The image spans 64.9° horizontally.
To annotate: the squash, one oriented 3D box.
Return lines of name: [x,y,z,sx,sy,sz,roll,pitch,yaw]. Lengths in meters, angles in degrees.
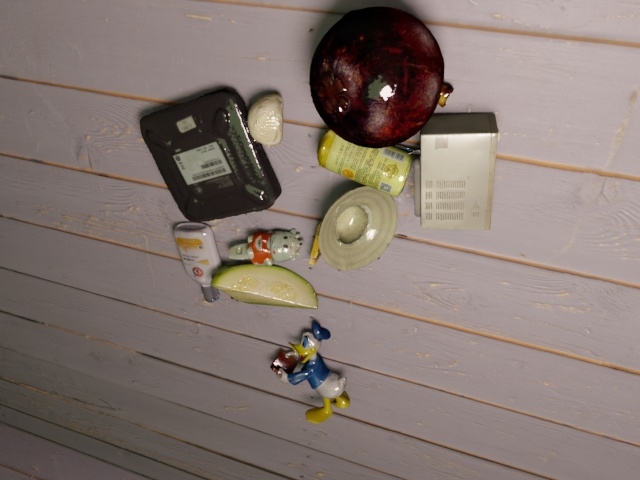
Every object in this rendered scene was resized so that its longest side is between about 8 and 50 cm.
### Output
squash: [-0.167,0.132,1.588,0.289,0.111,0.203,0,156,26]

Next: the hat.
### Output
hat: [0.079,-0.048,1.366,0.110,0.252,0.252,40,145,49]

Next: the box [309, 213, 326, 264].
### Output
box: [0.000,0.000,1.462,0.020,0.073,0.149,21,128,10]

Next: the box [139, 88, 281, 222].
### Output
box: [-0.314,-0.224,1.424,0.359,0.091,0.350,-9,118,27]

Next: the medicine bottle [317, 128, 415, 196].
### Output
medicine bottle: [0.107,-0.202,1.255,0.239,0.124,0.124,23,128,8]

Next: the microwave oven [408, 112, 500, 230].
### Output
microwave oven: [0.310,-0.160,1.177,0.194,0.145,0.240,3,123,16]

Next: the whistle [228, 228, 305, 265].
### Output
whistle: [-0.165,0.022,1.524,0.253,0.101,0.105,-7,128,21]

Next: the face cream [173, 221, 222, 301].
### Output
face cream: [-0.394,0.077,1.674,0.144,0.071,0.291,5,125,19]

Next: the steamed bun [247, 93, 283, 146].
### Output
steamed bun: [-0.140,-0.308,1.282,0.091,0.112,0.130,2,136,-2]

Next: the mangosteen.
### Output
mangosteen: [0.127,-0.346,1.064,0.297,0.293,0.297,47,165,16]

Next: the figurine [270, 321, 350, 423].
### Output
figurine: [-0.032,0.417,1.733,0.284,0.204,0.338,13,114,22]
